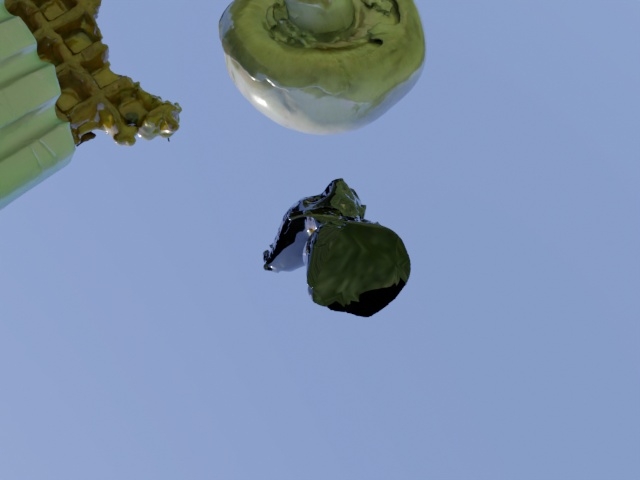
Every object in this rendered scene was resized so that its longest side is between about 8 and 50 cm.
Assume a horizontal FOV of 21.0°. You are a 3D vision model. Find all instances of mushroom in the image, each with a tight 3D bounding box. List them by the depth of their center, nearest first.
[{"bbox_3d":[0.003,-0.153,1.274,0.154,0.122,0.154,-2,-131,3],"label":"mushroom"}]

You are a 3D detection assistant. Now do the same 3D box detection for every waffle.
[{"bbox_3d":[-0.254,-0.217,1.625,0.260,0.069,0.293,6,-111,-8],"label":"waffle"}]

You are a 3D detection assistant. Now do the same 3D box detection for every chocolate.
[{"bbox_3d":[0.003,-0.002,1.016,0.072,0.147,0.070,-36,-66,-7],"label":"chocolate"}]

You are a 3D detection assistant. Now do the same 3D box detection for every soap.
[{"bbox_3d":[-0.294,-0.086,1.261,0.173,0.095,0.289,56,-157,-7],"label":"soap"}]
